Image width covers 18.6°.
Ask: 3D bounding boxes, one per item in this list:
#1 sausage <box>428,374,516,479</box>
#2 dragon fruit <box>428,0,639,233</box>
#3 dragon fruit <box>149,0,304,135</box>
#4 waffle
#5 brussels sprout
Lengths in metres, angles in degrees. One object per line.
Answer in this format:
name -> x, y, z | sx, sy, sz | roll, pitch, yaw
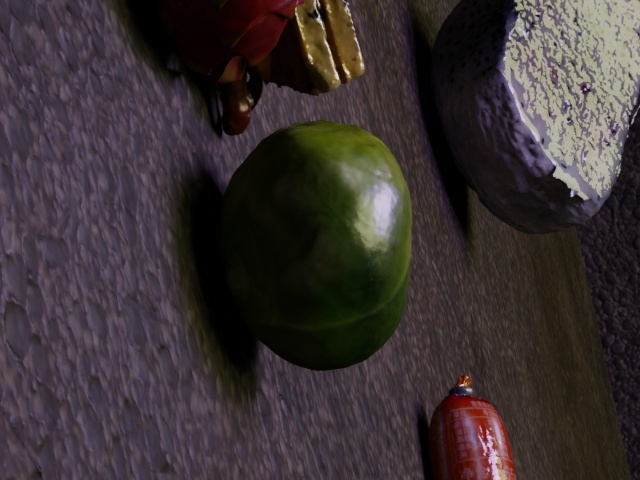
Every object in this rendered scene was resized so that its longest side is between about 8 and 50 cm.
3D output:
sausage -> 0.131, 0.238, 1.575 | 0.074, 0.074, 0.274 | 51, 27, -62
dragon fruit -> 0.207, -0.163, 2.077 | 0.221, 0.204, 0.283 | 35, 59, -29
dragon fruit -> -0.061, -0.131, 1.146 | 0.190, 0.094, 0.094 | 105, -18, -58
waffle -> -0.024, -0.150, 1.234 | 0.148, 0.042, 0.102 | -153, -136, -68
brussels sprout -> -0.004, 0.000, 1.139 | 0.155, 0.117, 0.155 | 169, -90, -81
